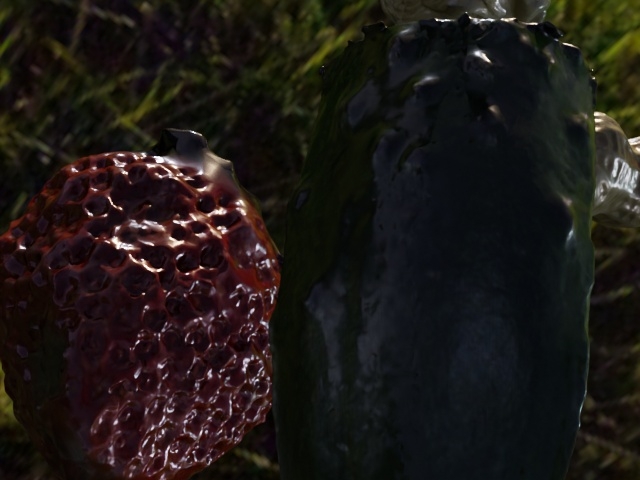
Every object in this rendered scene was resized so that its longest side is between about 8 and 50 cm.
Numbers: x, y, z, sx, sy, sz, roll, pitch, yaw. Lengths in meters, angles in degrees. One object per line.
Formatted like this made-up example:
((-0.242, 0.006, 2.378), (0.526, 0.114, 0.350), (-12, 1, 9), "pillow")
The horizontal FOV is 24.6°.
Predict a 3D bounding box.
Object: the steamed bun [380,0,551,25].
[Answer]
((0.248, -0.406, 2.216), (0.206, 0.320, 0.275), (15, 82, -24), "steamed bun")

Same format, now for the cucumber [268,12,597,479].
((0.059, 0.030, 0.709), (0.145, 0.105, 0.325), (21, 59, -18), "cucumber")

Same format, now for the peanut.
((0.345, -0.084, 1.787), (0.298, 0.136, 0.120), (6, 23, -45), "peanut")

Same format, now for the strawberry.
((-0.178, 0.080, 1.289), (0.292, 0.292, 0.310), (50, 50, 6), "strawberry")
